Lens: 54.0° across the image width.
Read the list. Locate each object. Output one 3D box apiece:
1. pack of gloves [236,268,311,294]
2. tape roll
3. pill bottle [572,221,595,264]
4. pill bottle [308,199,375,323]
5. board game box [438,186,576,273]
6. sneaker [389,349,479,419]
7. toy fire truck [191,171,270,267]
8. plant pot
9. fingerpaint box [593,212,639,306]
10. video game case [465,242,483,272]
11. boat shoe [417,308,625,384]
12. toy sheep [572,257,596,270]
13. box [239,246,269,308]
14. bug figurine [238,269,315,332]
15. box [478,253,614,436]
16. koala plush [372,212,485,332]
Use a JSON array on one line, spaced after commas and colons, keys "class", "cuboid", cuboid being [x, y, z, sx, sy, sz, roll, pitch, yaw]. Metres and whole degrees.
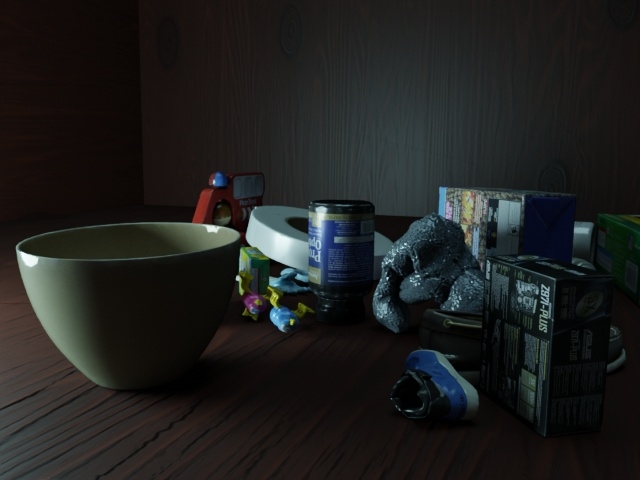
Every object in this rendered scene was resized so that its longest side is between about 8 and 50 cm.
[{"class": "pack of gloves", "cuboid": [-0.059, 0.080, 1.473, 0.195, 0.046, 0.232, -7, 11, -37]}, {"class": "tape roll", "cuboid": [0.000, 0.000, 1.625, 0.392, 0.072, 0.392, 13, 14, -3]}, {"class": "pill bottle", "cuboid": [0.625, 0.008, 1.726, 0.229, 0.131, 0.131, 5, 9, 29]}, {"class": "pill bottle", "cuboid": [0.038, 0.037, 1.159, 0.123, 0.219, 0.123, 1, 7, 0]}, {"class": "board game box", "cuboid": [0.398, 0.003, 1.391, 0.141, 0.231, 0.291, -2, 9, -24]}, {"class": "sneaker", "cuboid": [0.119, 0.173, 0.770, 0.085, 0.058, 0.152, 7, 12, -19]}, {"class": "toy fire truck", "cuboid": [-0.251, -0.064, 1.731, 0.170, 0.253, 0.302, 5, 9, 28]}, {"class": "plant pot", "cuboid": [-0.248, 0.088, 0.854, 0.284, 0.190, 0.284, 0, 11, 0]}, {"class": "fingerpaint box", "cuboid": [0.873, 0.034, 1.439, 0.371, 0.163, 0.445, 2, 9, 13]}, {"class": "video game case", "cuboid": [0.284, 0.055, 1.231, 0.022, 0.190, 0.173, -32, 10, -1]}, {"class": "boat shoe", "cuboid": [0.293, 0.138, 0.895, 0.325, 0.096, 0.116, -1, 8, -13]}, {"class": "toy sheep", "cuboid": [0.560, 0.080, 1.382, 0.091, 0.091, 0.132, -2, 3, -19]}, {"class": "box", "cuboid": [-0.141, 0.072, 1.305, 0.043, 0.105, 0.179, 0, 7, -13]}, {"class": "bug figurine", "cuboid": [-0.156, 0.084, 1.100, 0.279, 0.072, 0.216, 29, -4, -15]}, {"class": "box", "cuboid": [0.262, 0.116, 0.749, 0.078, 0.180, 0.147, -2, 8, -15]}, {"class": "koala plush", "cuboid": [0.226, 0.086, 1.038, 0.196, 0.203, 0.221, -22, 44, -28]}]
